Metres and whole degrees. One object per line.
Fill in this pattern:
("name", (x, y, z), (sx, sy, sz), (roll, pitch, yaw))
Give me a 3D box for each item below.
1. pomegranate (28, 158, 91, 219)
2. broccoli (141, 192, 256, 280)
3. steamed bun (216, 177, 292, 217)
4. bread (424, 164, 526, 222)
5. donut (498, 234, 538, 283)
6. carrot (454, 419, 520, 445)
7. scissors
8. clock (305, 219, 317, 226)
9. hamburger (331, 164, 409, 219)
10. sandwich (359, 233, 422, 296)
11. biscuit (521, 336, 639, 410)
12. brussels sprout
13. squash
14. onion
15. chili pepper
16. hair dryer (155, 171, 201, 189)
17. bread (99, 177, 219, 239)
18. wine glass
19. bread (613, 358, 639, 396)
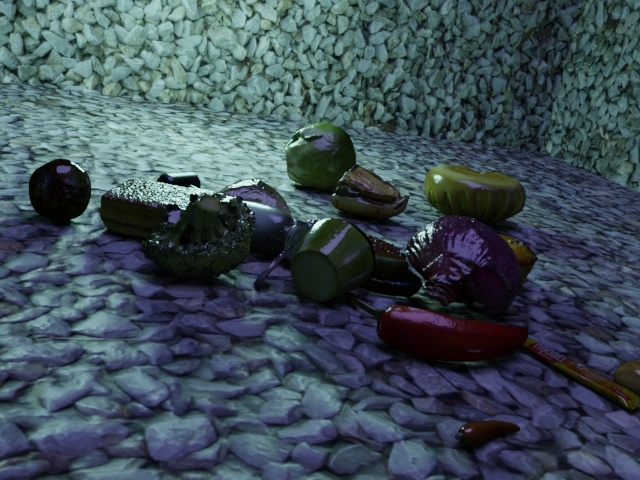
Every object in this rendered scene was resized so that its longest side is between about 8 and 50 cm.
("pomegranate", (-0.592, -0.120, 1.668), (0.149, 0.148, 0.169), (8, 19, -9))
("broccoli", (-0.248, -0.015, 1.491), (0.226, 0.176, 0.198), (19, 25, -43))
("steamed bun", (-0.158, -0.095, 1.862), (0.212, 0.110, 0.231), (27, 27, 14))
("bread", (0.501, -0.146, 2.375), (0.333, 0.160, 0.333), (8, 18, -3))
("donut", (0.422, 0.032, 1.831), (0.254, 0.118, 0.253), (13, 10, -2))
("carrot", (0.253, 0.289, 1.099), (0.142, 0.035, 0.035), (2, 19, -39))
("scissors", (-0.071, 0.022, 1.504), (0.015, 0.189, 0.100), (43, 15, -4))
("clock", (0.000, -0.001, 1.754), (0.176, 0.080, 0.117), (23, 21, 38))
("hamburger", (0.145, -0.113, 2.164), (0.208, 0.135, 0.155), (29, 37, 8))
("sandwich", (0.123, 0.042, 1.622), (0.235, 0.079, 0.159), (31, 40, 17))
("biscuit", (0.475, 0.244, 1.383), (0.048, 0.026, 0.292), (-25, 35, -31))
("brussels sprout", (0.001, -0.278, 2.392), (0.244, 0.244, 0.244), (10, 18, -3))
("squash", (0.015, 0.046, 1.509), (0.170, 0.170, 0.123), (19, 32, 24))
("onion", (0.315, 0.041, 1.560), (0.267, 0.159, 0.349), (30, 14, 10))
("chili pepper", (0.236, 0.176, 1.357), (0.369, 0.091, 0.137), (14, 11, -11))
("hair dryer", (-0.326, -0.111, 1.952), (0.248, 0.070, 0.114), (31, 24, 27))
("bread", (-0.368, -0.064, 1.686), (0.234, 0.110, 0.184), (12, 21, 7))
("wine glass", (-0.127, -0.026, 1.700), (0.204, 0.111, 0.111), (22, 21, 29))
("bread", (0.613, 0.255, 1.378), (0.115, 0.056, 0.082), (-3, 23, -38))
